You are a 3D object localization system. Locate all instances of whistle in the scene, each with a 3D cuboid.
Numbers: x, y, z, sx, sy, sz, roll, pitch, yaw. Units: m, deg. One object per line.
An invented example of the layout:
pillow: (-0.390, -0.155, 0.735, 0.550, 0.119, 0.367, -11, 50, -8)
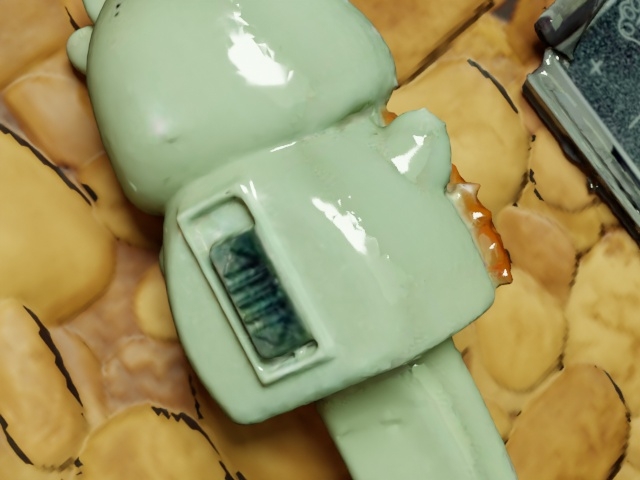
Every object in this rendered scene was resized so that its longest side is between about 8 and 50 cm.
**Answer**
whistle: (0.000, 0.000, 0.402, 0.106, 0.102, 0.253, -28, 90, -30)

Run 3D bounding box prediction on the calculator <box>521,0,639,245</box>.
calculator: (0.209, -0.021, 0.544, 0.166, 0.028, 0.274, -44, 100, -25)
